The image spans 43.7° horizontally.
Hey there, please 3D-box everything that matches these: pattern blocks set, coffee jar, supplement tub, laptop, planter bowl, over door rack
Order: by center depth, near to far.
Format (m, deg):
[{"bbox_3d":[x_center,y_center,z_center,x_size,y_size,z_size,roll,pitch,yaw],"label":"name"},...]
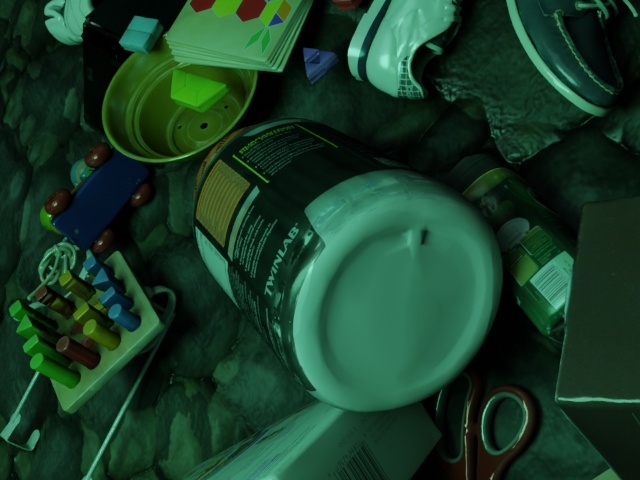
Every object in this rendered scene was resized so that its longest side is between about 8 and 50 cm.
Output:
[{"bbox_3d":[0.186,0.003,0.727,0.079,0.096,0.184,-47,53,18],"label":"coffee jar"},{"bbox_3d":[0.000,0.000,0.773,0.207,0.207,0.338,-63,31,8],"label":"supplement tub"},{"bbox_3d":[-0.095,-0.284,1.009,0.325,0.026,0.285,29,79,31],"label":"pattern blocks set"},{"bbox_3d":[-0.169,-0.172,1.050,0.217,0.090,0.217,-8,61,14],"label":"planter bowl"},{"bbox_3d":[-0.344,0.184,1.113,0.239,0.108,0.324,20,92,42],"label":"over door rack"},{"bbox_3d":[-0.249,-0.277,1.215,0.234,0.136,0.264,30,124,41],"label":"laptop"}]

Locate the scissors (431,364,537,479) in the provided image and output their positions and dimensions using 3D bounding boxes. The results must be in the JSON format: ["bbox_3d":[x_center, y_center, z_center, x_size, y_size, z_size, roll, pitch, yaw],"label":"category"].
[{"bbox_3d":[0.139,0.269,0.751,0.109,0.021,0.297,4,83,39],"label":"scissors"}]

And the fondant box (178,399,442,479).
[{"bbox_3d":[-0.071,0.259,0.763,0.330,0.238,0.096,-34,87,32],"label":"fondant box"}]

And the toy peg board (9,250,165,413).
[{"bbox_3d":[-0.302,0.097,0.997,0.160,0.079,0.161,-43,47,1],"label":"toy peg board"}]

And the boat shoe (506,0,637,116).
[{"bbox_3d":[0.231,-0.231,0.756,0.079,0.095,0.254,-41,46,38],"label":"boat shoe"}]

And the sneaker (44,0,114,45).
[{"bbox_3d":[-0.361,-0.464,1.306,0.118,0.110,0.292,9,93,33],"label":"sneaker"}]

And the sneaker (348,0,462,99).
[{"bbox_3d":[0.120,-0.269,0.872,0.095,0.090,0.235,28,101,28],"label":"sneaker"}]

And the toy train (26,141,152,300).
[{"bbox_3d":[-0.365,-0.027,1.145,0.143,0.105,0.248,6,56,52],"label":"toy train"}]

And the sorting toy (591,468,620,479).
[{"bbox_3d":[0.258,0.250,0.631,0.274,0.046,0.132,-41,56,17],"label":"sorting toy"}]

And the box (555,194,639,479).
[{"bbox_3d":[0.294,0.072,0.543,0.203,0.167,0.168,-7,52,39],"label":"box"}]
